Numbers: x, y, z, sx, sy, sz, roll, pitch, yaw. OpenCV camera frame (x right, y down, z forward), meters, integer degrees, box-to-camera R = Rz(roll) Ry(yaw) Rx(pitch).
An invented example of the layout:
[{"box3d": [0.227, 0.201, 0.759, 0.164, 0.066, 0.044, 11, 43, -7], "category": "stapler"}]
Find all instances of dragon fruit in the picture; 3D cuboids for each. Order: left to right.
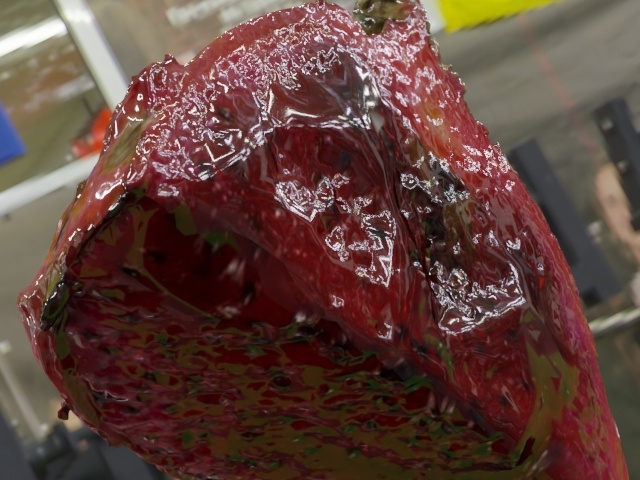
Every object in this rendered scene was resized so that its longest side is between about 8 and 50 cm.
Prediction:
[{"box3d": [0.000, 0.000, 0.581, 0.134, 0.262, 0.211, -22, 41, 40], "category": "dragon fruit"}]
